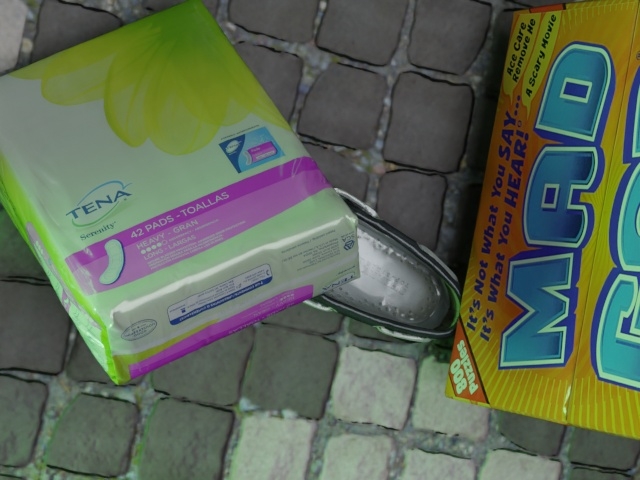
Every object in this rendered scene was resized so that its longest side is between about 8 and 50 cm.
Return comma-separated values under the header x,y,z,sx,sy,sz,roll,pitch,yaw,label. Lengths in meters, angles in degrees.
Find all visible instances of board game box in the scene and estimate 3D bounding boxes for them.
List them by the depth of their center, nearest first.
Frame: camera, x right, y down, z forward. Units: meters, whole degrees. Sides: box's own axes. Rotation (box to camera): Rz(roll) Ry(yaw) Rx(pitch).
x,y,z,sx,sy,sz,roll,pitch,yaw,label
0.376,0.006,1.533,0.357,0.356,0.356,12,87,-30,board game box

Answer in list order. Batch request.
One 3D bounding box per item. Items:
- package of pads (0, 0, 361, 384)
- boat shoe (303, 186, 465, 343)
x,y,z,sx,sy,sz,roll,pitch,yaw,label
-0.136,-0.045,1.458,0.229,0.296,0.101,-24,143,-14,package of pads
0.000,0.000,1.594,0.302,0.091,0.114,23,88,-19,boat shoe
